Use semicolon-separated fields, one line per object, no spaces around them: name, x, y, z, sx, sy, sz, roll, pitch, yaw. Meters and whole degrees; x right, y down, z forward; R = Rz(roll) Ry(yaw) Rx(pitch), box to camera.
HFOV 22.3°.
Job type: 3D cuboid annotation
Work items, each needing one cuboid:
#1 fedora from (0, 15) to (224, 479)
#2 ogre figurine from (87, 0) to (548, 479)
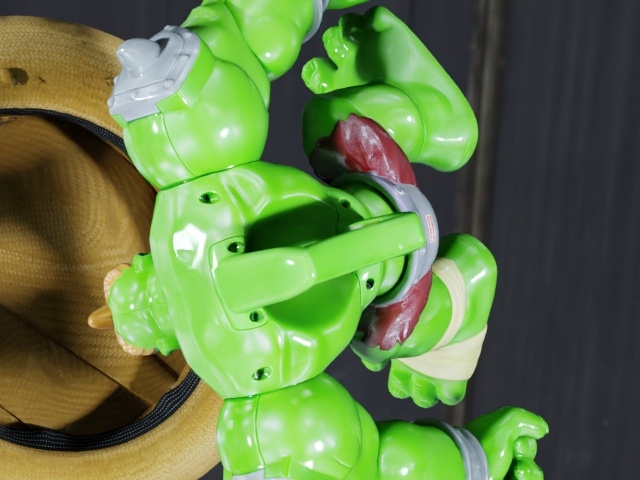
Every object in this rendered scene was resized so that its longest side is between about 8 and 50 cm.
fedora;-0.107;0.012;0.614;0.194;0.194;0.079;-1;5;-12
ogre figurine;0.000;0.000;0.469;0.097;0.197;0.118;8;17;36
